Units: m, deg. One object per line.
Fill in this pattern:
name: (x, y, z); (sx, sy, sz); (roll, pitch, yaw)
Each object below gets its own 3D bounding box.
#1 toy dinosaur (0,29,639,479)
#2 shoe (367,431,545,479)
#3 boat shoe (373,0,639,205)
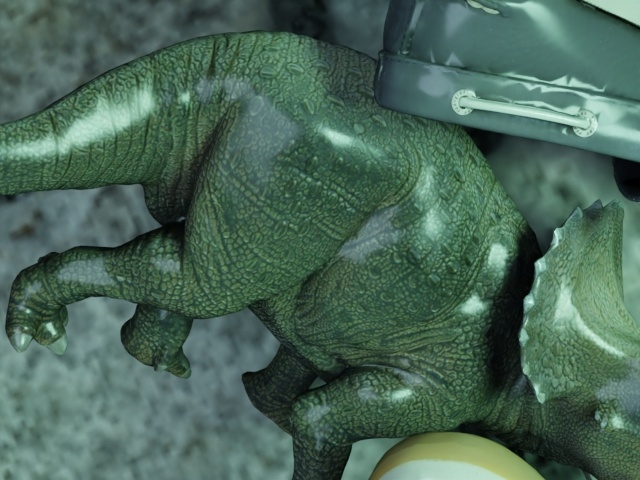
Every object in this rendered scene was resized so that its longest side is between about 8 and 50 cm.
toy dinosaur: (0.000, 0.000, 0.508); (0.313, 0.121, 0.160); (38, 107, -14)
shoe: (0.060, 0.159, 0.501); (0.076, 0.058, 0.219); (-10, 119, 10)
boat shoe: (0.105, -0.035, 0.479); (0.206, 0.075, 0.065); (22, 94, -26)
